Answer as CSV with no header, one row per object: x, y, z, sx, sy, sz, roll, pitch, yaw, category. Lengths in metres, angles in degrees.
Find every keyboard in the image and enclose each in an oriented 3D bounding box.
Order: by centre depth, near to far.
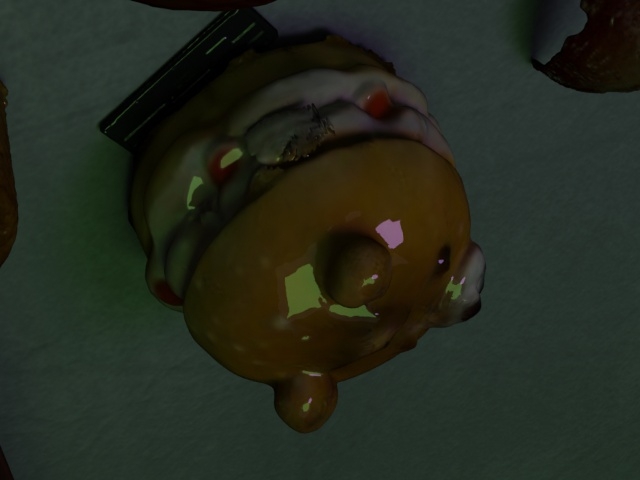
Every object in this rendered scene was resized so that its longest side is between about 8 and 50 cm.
-0.103,-0.125,1.224,0.155,0.010,0.053,-40,139,11,keyboard

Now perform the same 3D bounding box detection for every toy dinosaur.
0.287,-0.263,1.249,0.207,0.113,0.327,9,113,9,toy dinosaur

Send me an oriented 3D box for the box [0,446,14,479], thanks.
-0.361,0.289,1.322,0.229,0.239,0.339,-20,139,-16,box

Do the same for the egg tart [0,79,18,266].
-0.302,-0.038,1.088,0.202,0.147,0.202,-17,141,-15,egg tart

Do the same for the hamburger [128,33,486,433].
0.000,0.000,1.245,0.276,0.237,0.276,-20,143,-16,hamburger

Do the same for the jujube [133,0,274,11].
-0.020,-0.275,0.859,0.377,0.276,0.276,-10,159,43,jujube
